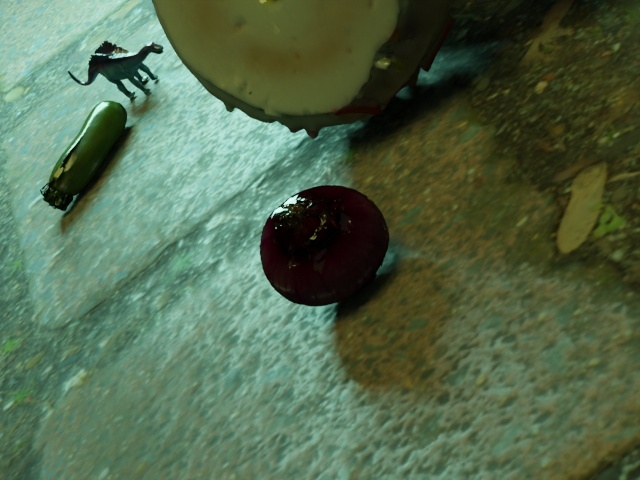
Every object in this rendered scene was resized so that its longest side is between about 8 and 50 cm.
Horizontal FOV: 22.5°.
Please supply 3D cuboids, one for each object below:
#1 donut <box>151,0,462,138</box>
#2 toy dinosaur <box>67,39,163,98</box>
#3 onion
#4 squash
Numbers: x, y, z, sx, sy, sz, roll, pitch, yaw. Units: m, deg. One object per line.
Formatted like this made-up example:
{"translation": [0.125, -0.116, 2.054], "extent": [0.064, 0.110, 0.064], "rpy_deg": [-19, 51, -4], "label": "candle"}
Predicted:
{"translation": [-0.014, -0.297, 1.605], "extent": [0.382, 0.382, 0.142], "rpy_deg": [-15, 7, 40], "label": "donut"}
{"translation": [-0.259, -0.224, 2.089], "extent": [0.197, 0.080, 0.045], "rpy_deg": [-8, 43, 46], "label": "toy dinosaur"}
{"translation": [0.000, 0.000, 1.388], "extent": [0.115, 0.104, 0.115], "rpy_deg": [-19, 48, 22], "label": "onion"}
{"translation": [-0.289, -0.110, 1.982], "extent": [0.052, 0.052, 0.183], "rpy_deg": [-14, 35, 41], "label": "squash"}
